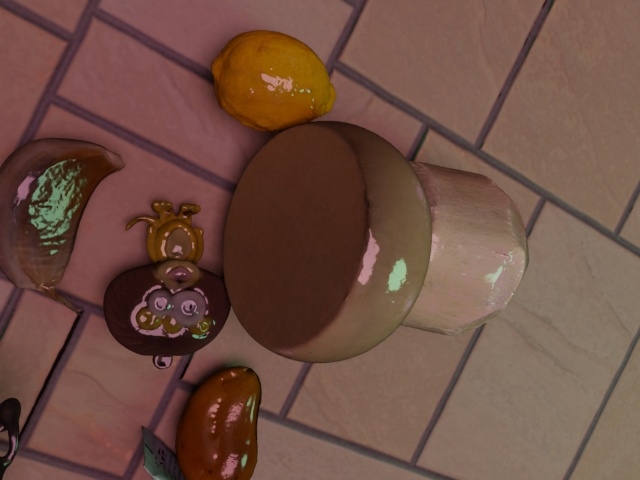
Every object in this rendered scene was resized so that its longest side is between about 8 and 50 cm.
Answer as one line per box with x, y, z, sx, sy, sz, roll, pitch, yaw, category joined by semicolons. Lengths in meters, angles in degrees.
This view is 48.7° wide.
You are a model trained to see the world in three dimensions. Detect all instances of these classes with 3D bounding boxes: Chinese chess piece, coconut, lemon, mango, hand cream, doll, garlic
0.000;0.000;0.785;0.102;0.273;0.273;10;97;-42;Chinese chess piece
0.151;0.014;0.876;0.234;0.224;0.224;22;92;-23;coconut
-0.052;-0.180;0.811;0.155;0.114;0.114;10;97;-24;lemon
-0.126;0.237;0.885;0.105;0.084;0.159;11;74;-10;mango
-0.131;0.374;0.912;0.058;0.085;0.331;-28;113;0;hand cream
-0.184;0.051;0.821;0.145;0.096;0.188;-20;97;-24;doll
-0.296;-0.016;0.768;0.128;0.090;0.198;12;92;-35;garlic

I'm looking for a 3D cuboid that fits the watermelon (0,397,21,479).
-0.460;0.238;0.646;0.359;0.279;0.279;-9;103;-19;watermelon
